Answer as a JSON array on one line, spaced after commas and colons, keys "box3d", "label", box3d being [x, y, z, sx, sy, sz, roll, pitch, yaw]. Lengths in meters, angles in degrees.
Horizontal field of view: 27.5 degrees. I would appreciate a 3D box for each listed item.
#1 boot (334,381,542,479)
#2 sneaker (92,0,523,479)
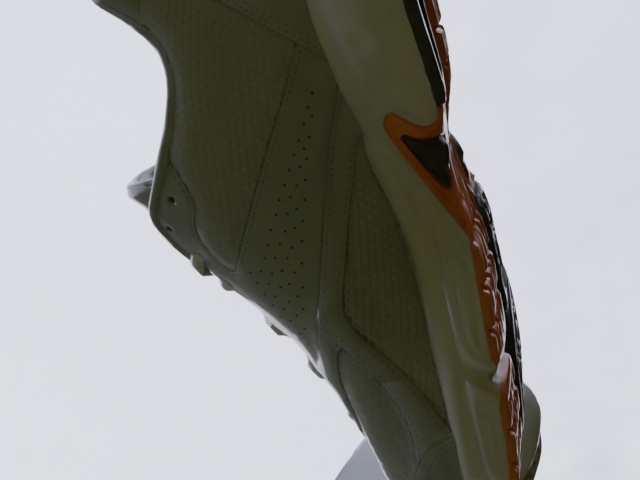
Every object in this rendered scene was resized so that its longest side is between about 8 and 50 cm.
[{"box3d": [0.052, 0.185, 0.647, 0.123, 0.095, 0.258, 29, -78, -30], "label": "boot"}, {"box3d": [0.000, 0.000, 0.473, 0.121, 0.099, 0.262, -13, -76, 13], "label": "sneaker"}]
